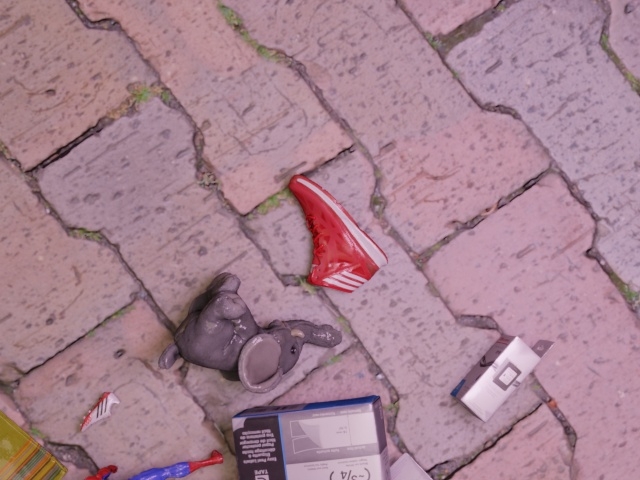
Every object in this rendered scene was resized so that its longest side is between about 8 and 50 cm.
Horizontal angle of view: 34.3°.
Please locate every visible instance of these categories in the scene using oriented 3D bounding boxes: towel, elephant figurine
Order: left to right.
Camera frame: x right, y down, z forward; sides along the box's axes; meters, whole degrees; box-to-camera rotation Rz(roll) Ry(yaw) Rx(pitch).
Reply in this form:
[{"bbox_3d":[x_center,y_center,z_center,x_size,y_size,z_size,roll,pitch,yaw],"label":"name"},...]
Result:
[{"bbox_3d":[-0.548,0.350,1.753,0.237,0.021,0.102,41,85,-1],"label":"towel"},{"bbox_3d":[-0.110,0.179,1.730,0.239,0.169,0.186,42,115,-17],"label":"elephant figurine"}]

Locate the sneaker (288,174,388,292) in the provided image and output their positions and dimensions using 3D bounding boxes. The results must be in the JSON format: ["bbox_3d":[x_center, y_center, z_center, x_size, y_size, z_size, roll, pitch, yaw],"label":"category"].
[{"bbox_3d":[0.000,0.000,1.768,0.221,0.087,0.128,45,85,0],"label":"sneaker"}]

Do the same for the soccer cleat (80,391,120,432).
[{"bbox_3d":[-0.375,0.296,1.762,0.035,0.029,0.083,37,82,2],"label":"soccer cleat"}]

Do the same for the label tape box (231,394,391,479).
[{"bbox_3d":[-0.001,0.439,1.721,0.240,0.106,0.334,-8,88,9],"label":"label tape box"}]

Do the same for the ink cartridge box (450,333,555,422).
[{"bbox_3d":[0.309,0.219,1.770,0.060,0.104,0.180,42,86,0],"label":"ink cartridge box"}]

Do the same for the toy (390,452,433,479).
[{"bbox_3d":[0.184,0.490,1.772,0.137,0.056,0.237,-46,81,5],"label":"toy"}]

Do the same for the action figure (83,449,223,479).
[{"bbox_3d":[-0.312,0.417,1.741,0.280,0.139,0.091,-7,85,-26],"label":"action figure"}]
